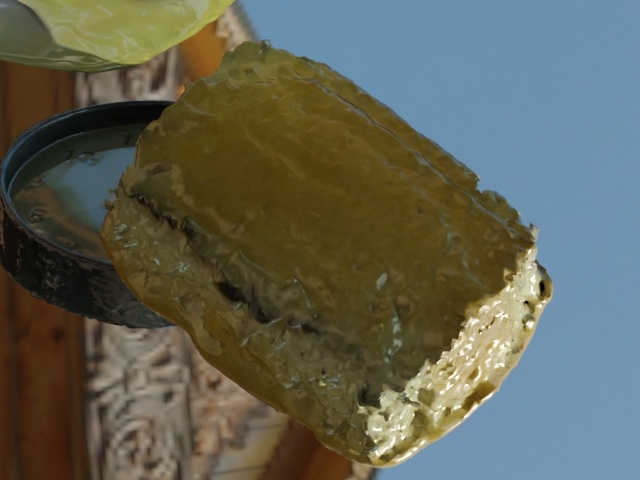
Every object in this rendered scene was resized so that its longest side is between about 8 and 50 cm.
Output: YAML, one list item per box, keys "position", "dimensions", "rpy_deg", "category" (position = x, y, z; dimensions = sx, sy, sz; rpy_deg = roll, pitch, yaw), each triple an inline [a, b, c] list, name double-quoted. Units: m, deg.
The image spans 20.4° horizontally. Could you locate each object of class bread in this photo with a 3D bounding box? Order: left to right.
- position: [0.000, 0.000, 0.968]
  dimensions: [0.245, 0.174, 0.121]
  rpy_deg: [35, -30, 21]
  category: "bread"

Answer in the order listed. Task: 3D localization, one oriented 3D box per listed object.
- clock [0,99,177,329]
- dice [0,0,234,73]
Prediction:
- position: [-0.132, -0.030, 1.461]
  dimensions: [0.281, 0.281, 0.055]
  rpy_deg: [32, -48, 33]
  category: "clock"
- position: [-0.130, -0.232, 0.850]
  dimensions: [0.238, 0.233, 0.226]
  rpy_deg: [-21, -133, 51]
  category: "dice"
